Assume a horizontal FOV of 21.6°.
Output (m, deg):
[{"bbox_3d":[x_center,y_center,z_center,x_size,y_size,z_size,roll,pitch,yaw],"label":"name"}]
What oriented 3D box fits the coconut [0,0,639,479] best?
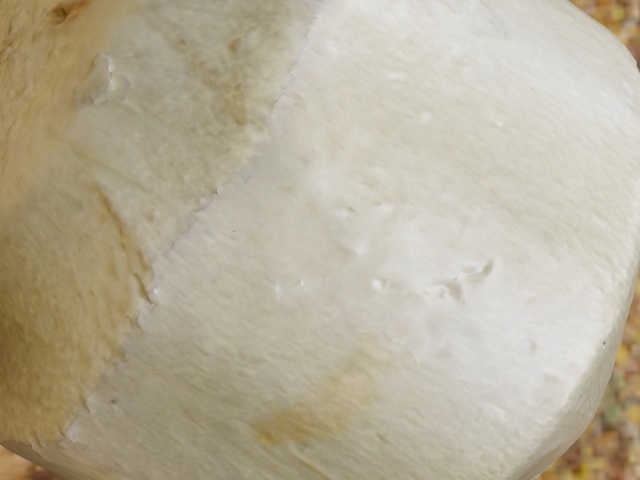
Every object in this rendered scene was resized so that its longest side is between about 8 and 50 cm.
[{"bbox_3d":[0.000,0.000,0.593,0.266,0.237,0.237,29,57,-30],"label":"coconut"}]
